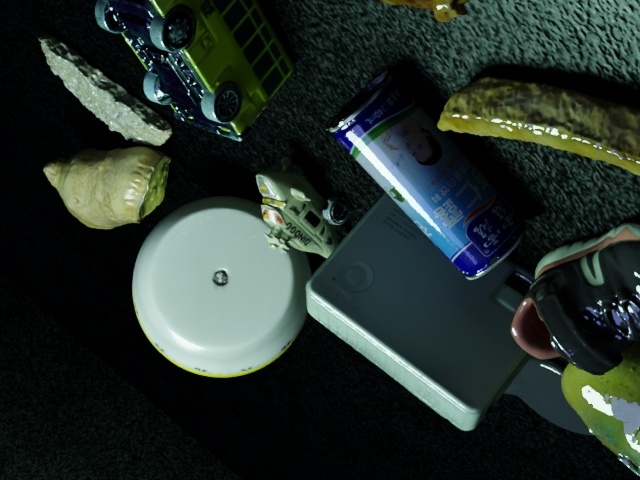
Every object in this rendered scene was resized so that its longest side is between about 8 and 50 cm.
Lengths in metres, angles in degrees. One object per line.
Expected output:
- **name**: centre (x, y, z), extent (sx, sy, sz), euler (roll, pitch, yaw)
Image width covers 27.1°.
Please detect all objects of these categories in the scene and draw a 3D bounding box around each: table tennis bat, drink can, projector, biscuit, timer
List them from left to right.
- **biscuit**: centre (-0.324, -0.210, 2.017), extent (0.250, 0.032, 0.133), euler (37, 159, 9)
- **timer**: centre (-0.144, 0.080, 1.973), extent (0.285, 0.285, 0.285), euler (34, 157, 17)
- **drink can**: centre (0.118, -0.072, 1.464), extent (0.235, 0.097, 0.097), euler (47, 157, -12)
- **projector**: centre (0.135, 0.079, 1.590), extent (0.256, 0.192, 0.099), euler (36, 162, 15)
- **table tennis bat**: centre (0.287, 0.202, 1.782), extent (0.236, 0.027, 0.150), euler (6, 139, 53)

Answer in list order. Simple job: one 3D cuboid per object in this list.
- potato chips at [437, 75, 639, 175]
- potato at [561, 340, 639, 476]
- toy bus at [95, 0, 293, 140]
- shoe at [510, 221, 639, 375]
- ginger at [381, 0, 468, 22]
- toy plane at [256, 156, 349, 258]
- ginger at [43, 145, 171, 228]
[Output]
- **potato chips**: centre (0.265, -0.093, 1.231), extent (0.407, 0.057, 0.080), euler (22, 164, 39)
- **potato**: centre (0.380, 0.195, 1.461), extent (0.248, 0.143, 0.169), euler (33, 146, 22)
- **toy bus**: centre (-0.148, -0.251, 1.496), extent (0.128, 0.150, 0.262), euler (22, 156, 38)
- **shoe**: centre (0.292, 0.068, 1.377), extent (0.114, 0.137, 0.291), euler (46, 157, -13)
- **ginger**: centre (0.073, -0.304, 1.033), extent (0.357, 0.152, 0.274), euler (8, 140, 51)
- **toy plane**: centre (0.000, 0.000, 1.794), extent (0.092, 0.108, 0.286), euler (14, 157, 47)
- **ginger**: centre (-0.332, -0.086, 2.129), extent (0.190, 0.126, 0.354), euler (32, 160, -26)
